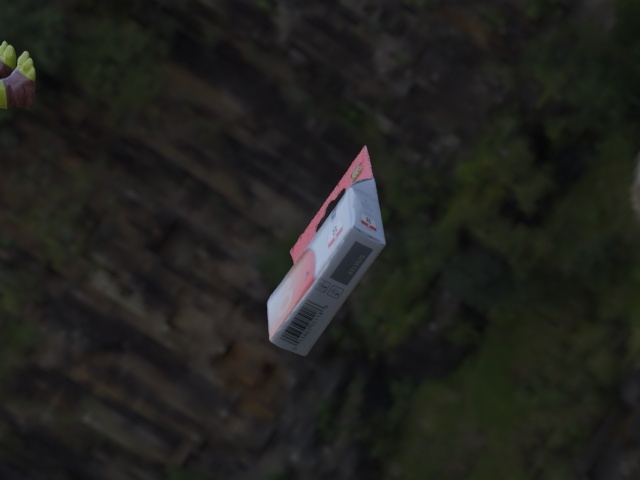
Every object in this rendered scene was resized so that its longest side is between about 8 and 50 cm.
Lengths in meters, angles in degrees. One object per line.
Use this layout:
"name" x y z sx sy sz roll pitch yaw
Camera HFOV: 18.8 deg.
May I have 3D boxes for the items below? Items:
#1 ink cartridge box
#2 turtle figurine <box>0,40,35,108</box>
"ink cartridge box" 0.000 0.000 1.801 0.145 0.045 0.179 -55 24 25
"turtle figurine" -0.406 -0.154 1.976 0.269 0.217 0.087 -176 78 -65
